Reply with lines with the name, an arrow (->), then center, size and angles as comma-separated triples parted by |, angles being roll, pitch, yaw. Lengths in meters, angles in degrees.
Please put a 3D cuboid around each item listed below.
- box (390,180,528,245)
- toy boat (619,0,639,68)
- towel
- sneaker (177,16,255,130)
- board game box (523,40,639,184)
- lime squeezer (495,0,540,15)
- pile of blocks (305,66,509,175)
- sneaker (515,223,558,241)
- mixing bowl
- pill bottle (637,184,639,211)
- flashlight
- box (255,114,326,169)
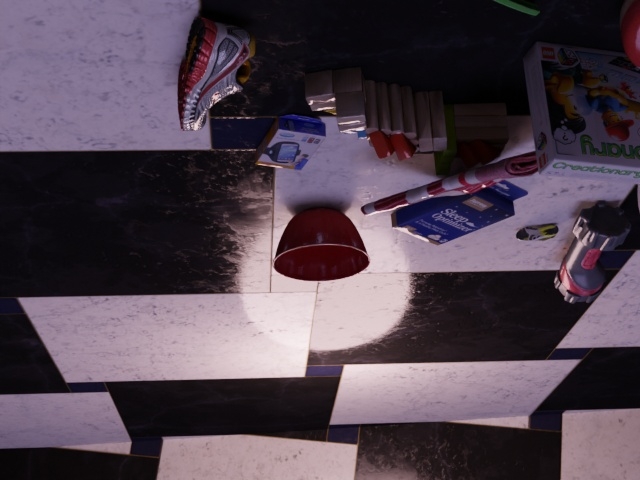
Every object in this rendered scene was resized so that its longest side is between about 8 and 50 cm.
box -> 0.259, -0.055, 1.955 | 0.136, 0.036, 0.225 | 20, 146, -41
toy boat -> 0.496, -0.275, 1.336 | 0.151, 0.151, 0.231 | 18, 149, -38
towel -> 0.251, -0.096, 1.684 | 0.237, 0.037, 0.329 | -15, 179, -39
sneaker -> -0.148, -0.219, 1.474 | 0.093, 0.088, 0.225 | 4, 156, -17
board game box -> 0.447, -0.174, 1.507 | 0.305, 0.193, 0.053 | 4, 156, -15
lime squeezer -> 0.190, -0.349, 1.280 | 0.110, 0.059, 0.310 | -37, 150, 1
pile of blocks -> 0.130, -0.157, 1.614 | 0.362, 0.112, 0.149 | 10, 153, -25
sneaker -> 0.427, -0.009, 2.077 | 0.083, 0.031, 0.035 | -7, 156, 10
mixing bowl -> 0.000, 0.000, 1.972 | 0.181, 0.098, 0.181 | -2, 155, -1
pill bottle -> 0.667, -0.081, 1.830 | 0.208, 0.119, 0.119 | -3, 156, -1
flashlight -> 0.542, 0.028, 2.095 | 0.103, 0.103, 0.304 | -26, 158, -13
box -> -0.047, -0.158, 1.698 | 0.081, 0.028, 0.136 | 7, 156, -19
